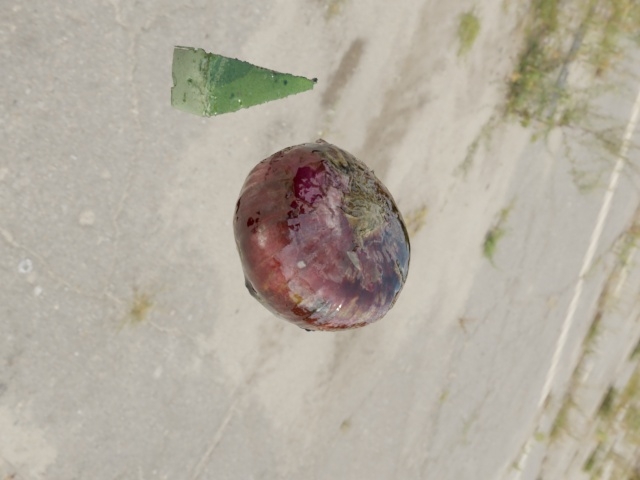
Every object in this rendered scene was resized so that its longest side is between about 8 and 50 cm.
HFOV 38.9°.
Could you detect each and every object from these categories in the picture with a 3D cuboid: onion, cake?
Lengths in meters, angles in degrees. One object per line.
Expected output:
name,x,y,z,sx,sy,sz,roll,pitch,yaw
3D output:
onion,0.000,0.000,1.124,0.246,0.190,0.246,15,66,-37
cake,-0.120,-0.236,1.437,0.235,0.100,0.099,4,102,-44
